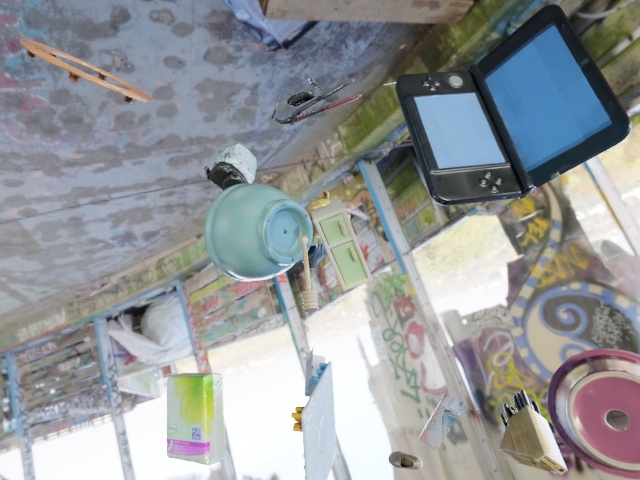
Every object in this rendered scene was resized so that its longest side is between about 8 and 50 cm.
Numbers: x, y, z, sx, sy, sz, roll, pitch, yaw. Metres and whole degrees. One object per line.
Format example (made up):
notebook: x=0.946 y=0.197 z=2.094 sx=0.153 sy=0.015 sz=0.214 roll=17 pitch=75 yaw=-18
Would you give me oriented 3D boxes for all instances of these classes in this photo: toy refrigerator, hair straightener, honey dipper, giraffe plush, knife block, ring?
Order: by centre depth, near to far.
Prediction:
honey dipper: x=-0.026 y=0.061 z=0.795 sx=0.031 sy=0.160 sz=0.030 roll=-5 pitch=151 yaw=-3
hair straightener: x=-0.020 y=-0.357 z=1.014 sx=0.231 sy=0.088 sz=0.047 roll=-21 pitch=-162 yaw=5
ring: x=-0.648 y=-0.465 z=1.143 sx=0.337 sy=0.337 sz=0.032 roll=7 pitch=115 yaw=-59
toy refrigerator: x=0.069 y=0.020 z=1.280 sx=0.102 sy=0.269 sz=0.094 roll=-21 pitch=-156 yaw=4
knife block: x=0.711 y=0.620 z=1.356 sx=0.242 sy=0.088 sz=0.275 roll=-55 pitch=-179 yaw=-23
giraffe plush: x=0.015 y=-0.092 z=1.517 sx=0.181 sy=0.170 sz=0.210 roll=-42 pitch=149 yaw=23

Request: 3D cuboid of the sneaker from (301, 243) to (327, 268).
sneaker: x=0.000 y=0.000 z=1.666 sx=0.227 sy=0.087 sz=0.130 roll=-45 pitch=144 yaw=-17

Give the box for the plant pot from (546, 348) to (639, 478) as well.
plant pot: x=0.464 y=0.269 z=0.633 sx=0.202 sy=0.201 sz=0.180 roll=-26 pitch=153 yaw=24

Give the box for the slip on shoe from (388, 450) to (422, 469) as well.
slip on shoe: x=0.273 y=0.733 z=1.346 sx=0.041 sy=0.051 sz=0.135 roll=15 pitch=159 yaw=-38

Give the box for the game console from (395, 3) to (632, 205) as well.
game console: x=0.293 y=-0.231 z=0.684 sx=0.251 sy=0.292 sz=0.173 roll=-7 pitch=155 yaw=-9

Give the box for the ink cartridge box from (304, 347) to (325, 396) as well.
ink cartridge box: x=-0.023 y=0.563 z=1.735 sx=0.062 sy=0.181 sz=0.104 roll=16 pitch=127 yaw=-12

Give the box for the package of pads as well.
package of pads: x=-0.454 y=0.631 z=1.463 sx=0.229 sy=0.296 sz=0.101 roll=-13 pitch=165 yaw=34

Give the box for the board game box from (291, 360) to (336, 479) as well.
board game box: x=-0.014 y=0.687 z=1.438 sx=0.051 sy=0.389 sz=0.390 roll=-1 pitch=-173 yaw=14

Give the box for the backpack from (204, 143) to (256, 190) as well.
backpack: x=-0.277 y=-0.227 z=1.311 sx=0.115 sy=0.181 sz=0.152 roll=-26 pitch=124 yaw=18

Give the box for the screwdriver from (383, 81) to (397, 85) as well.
screwdriver: x=0.306 y=-0.560 z=1.425 sx=0.170 sy=0.025 sz=0.024 roll=-14 pitch=144 yaw=0

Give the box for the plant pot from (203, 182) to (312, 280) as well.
plant pot: x=-0.148 y=-0.024 z=1.145 sx=0.293 sy=0.292 sz=0.196 roll=-4 pitch=-177 yaw=-45

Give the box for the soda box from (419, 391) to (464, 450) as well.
soda box: x=0.357 y=0.536 z=1.199 sx=0.058 sy=0.063 sz=0.183 roll=-32 pitch=143 yaw=-48
